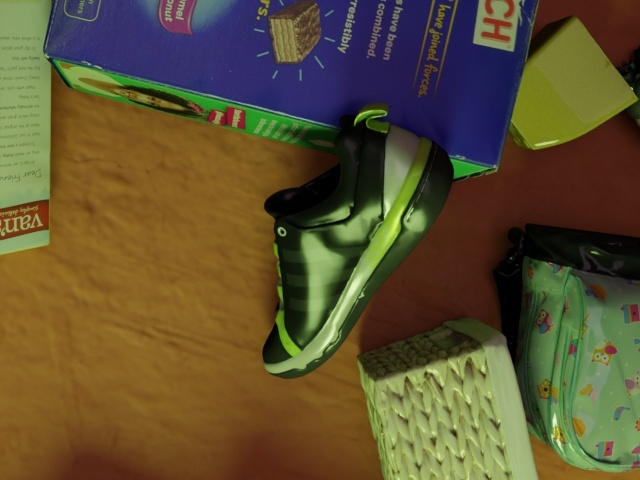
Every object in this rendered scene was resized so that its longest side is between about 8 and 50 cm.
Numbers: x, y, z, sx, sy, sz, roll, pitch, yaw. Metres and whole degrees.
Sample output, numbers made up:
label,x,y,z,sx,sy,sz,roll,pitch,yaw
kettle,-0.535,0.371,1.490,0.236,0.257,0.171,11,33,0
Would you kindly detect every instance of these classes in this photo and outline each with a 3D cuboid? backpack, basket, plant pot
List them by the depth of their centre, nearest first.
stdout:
label,x,y,z,sx,sy,sz,roll,pitch,yaw
basket,0.096,0.154,0.620,0.103,0.113,0.167,-12,94,-4
backpack,0.214,0.084,0.633,0.151,0.115,0.182,8,93,-11
plant pot,0.181,-0.116,0.643,0.083,0.081,0.081,-40,97,6

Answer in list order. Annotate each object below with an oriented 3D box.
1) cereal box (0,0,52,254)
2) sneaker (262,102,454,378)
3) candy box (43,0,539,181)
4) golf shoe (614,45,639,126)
label,x,y,z,sx,sy,sz,roll,pitch,yaw
cereal box,-0.254,-0.099,0.510,0.173,0.047,0.240,-15,118,-51
sneaker,0.000,0.000,0.575,0.097,0.084,0.235,29,123,-8
candy box,-0.005,-0.208,0.588,0.317,0.122,0.268,13,89,-8
golf shoe,0.339,-0.152,0.673,0.198,0.077,0.094,-35,107,1
